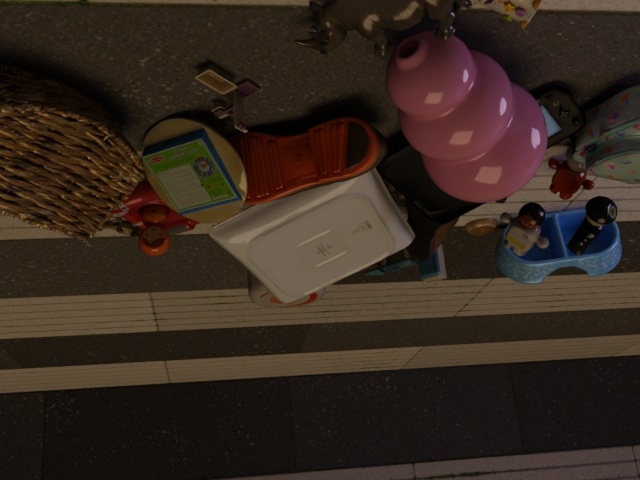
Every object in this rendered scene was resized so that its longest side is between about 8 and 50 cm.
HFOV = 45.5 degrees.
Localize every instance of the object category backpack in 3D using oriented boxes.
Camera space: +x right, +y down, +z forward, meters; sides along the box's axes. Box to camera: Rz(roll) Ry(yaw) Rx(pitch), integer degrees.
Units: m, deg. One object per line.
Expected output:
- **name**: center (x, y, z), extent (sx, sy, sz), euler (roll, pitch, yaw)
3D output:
- **backpack**: center (0.557, -0.188, 1.348), extent (0.166, 0.144, 0.188), euler (11, 150, -23)

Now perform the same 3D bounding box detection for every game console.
- **game console**: center (0.295, -0.168, 1.389), extent (0.361, 0.043, 0.213), euler (-31, 127, 32)

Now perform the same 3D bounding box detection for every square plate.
- **square plate**: center (0.000, 0.000, 1.559), extent (0.344, 0.049, 0.347), euler (-26, 145, 10)

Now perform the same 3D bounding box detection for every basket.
- **basket**: center (-0.457, -0.170, 1.214), extent (0.213, 0.223, 0.299), euler (-48, 144, 12)

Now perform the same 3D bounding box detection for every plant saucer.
- **plant saucer**: center (0.394, -0.031, 1.864), extent (0.084, 0.015, 0.083), euler (-4, 158, -2)

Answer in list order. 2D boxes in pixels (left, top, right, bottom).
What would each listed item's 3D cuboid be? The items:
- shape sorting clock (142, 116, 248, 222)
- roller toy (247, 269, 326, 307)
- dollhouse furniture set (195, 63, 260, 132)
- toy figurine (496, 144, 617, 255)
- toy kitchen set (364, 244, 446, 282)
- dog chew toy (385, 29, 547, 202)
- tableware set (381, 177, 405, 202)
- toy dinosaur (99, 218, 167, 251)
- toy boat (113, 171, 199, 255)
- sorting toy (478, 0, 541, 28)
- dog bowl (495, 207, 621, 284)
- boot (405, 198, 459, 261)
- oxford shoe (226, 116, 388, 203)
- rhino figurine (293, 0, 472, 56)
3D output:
- **shape sorting clock**: center (-0.219, -0.121, 1.329), extent (0.206, 0.040, 0.206), euler (13, 131, 16)
- **roller toy**: center (-0.086, 0.086, 1.863), extent (0.210, 0.146, 0.191), euler (-14, 156, 21)
- **dollhouse furniture set**: center (-0.161, -0.211, 1.194), extent (0.091, 0.081, 0.114), euler (-19, 154, 31)
- **toy figurine**: center (0.450, -0.083, 1.494), extent (0.210, 0.212, 0.148), euler (-1, 148, -5)
- **toy kitchen set**: center (0.171, 0.042, 1.849), extent (0.207, 0.122, 0.166), euler (-19, 155, 30)
- **dog chew toy**: center (0.215, -0.198, 1.180), extent (0.207, 0.206, 0.332), euler (-19, 144, 30)
- **tableware set**: center (0.119, -0.111, 1.594), extent (0.154, 0.024, 0.104), euler (16, 146, -41)
- **toy dinosaur**: center (-0.408, -0.023, 1.669), extent (0.183, 0.053, 0.093), euler (15, 167, -26)
- **toy boat**: center (-0.324, -0.043, 1.479), extent (0.151, 0.151, 0.231), euler (-14, 157, 18)
- **sorting toy**: center (0.262, -0.335, 1.058), extent (0.075, 0.044, 0.083), euler (16, 156, -3)
- **dog bowl**: center (0.568, 0.007, 1.819), extent (0.298, 0.165, 0.074), euler (-8, 147, 7)
- **boot**: center (0.255, -0.081, 1.636), extent (0.115, 0.112, 0.305), euler (-38, 158, -24)
- **oxford shoe**: center (-0.053, -0.132, 1.369), extent (0.364, 0.129, 0.133), euler (-5, 178, 23)
- **rhino figurine**: center (0.076, -0.305, 1.030), extent (0.244, 0.073, 0.106), euler (-11, 155, 19)
